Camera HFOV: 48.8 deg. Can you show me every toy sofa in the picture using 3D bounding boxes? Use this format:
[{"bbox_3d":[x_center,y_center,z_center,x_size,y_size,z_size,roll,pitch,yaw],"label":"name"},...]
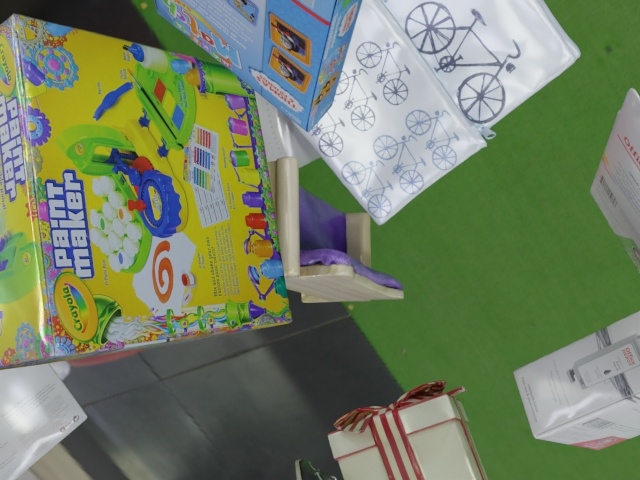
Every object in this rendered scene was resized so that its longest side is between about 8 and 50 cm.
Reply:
[{"bbox_3d":[0.000,0.000,1.006,0.177,0.362,0.150,-5,79,19],"label":"toy sofa"}]

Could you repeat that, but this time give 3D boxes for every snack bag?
[{"bbox_3d":[0.109,-0.236,0.856,0.343,0.037,0.323,-37,106,9],"label":"snack bag"}]

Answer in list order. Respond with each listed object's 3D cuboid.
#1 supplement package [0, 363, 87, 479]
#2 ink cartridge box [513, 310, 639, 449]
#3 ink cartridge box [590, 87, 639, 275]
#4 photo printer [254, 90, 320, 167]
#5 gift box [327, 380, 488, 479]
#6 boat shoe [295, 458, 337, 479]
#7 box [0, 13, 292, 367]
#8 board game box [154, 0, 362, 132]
[{"bbox_3d":[-0.518,0.200,1.011,0.198,0.199,0.262,15,136,44],"label":"supplement package"},{"bbox_3d":[0.480,0.214,1.080,0.207,0.117,0.283,21,135,-38],"label":"ink cartridge box"},{"bbox_3d":[0.543,-0.092,1.093,0.119,0.207,0.353,-23,157,3],"label":"ink cartridge box"},{"bbox_3d":[-0.007,-0.252,1.029,0.107,0.308,0.256,27,135,39],"label":"photo printer"},{"bbox_3d":[0.174,0.396,1.251,0.255,0.276,0.258,-21,68,5],"label":"gift box"},{"bbox_3d":[0.002,0.392,1.074,0.065,0.206,0.075,-10,99,-7],"label":"boat shoe"},{"bbox_3d":[-0.204,-0.033,0.721,0.177,0.279,0.289,-16,80,39],"label":"box"},{"bbox_3d":[-0.051,-0.169,0.466,0.160,0.039,0.211,39,165,3],"label":"board game box"}]
